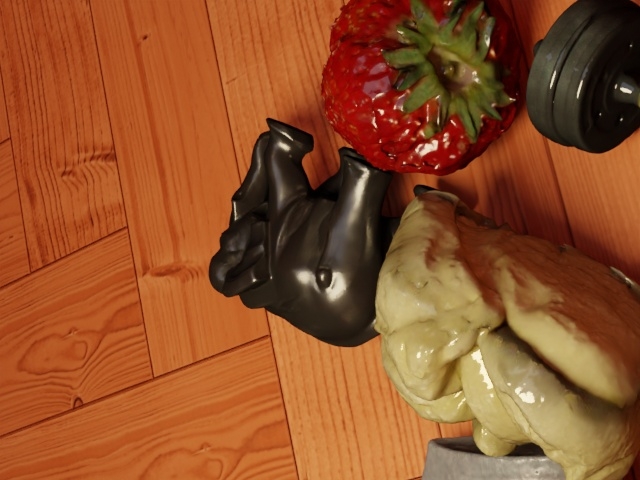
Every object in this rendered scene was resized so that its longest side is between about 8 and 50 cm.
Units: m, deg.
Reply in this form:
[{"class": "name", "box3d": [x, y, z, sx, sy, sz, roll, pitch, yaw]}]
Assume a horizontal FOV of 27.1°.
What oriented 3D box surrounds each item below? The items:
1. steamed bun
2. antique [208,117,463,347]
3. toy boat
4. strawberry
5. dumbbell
[{"class": "steamed bun", "box3d": [0.207, 0.121, 1.481, 0.372, 0.325, 0.230, 33, 115, 20]}, {"class": "antique", "box3d": [0.000, 0.000, 1.745, 0.322, 0.185, 0.255, 31, 104, 33]}, {"class": "toy boat", "box3d": [0.261, 0.350, 1.559, 0.276, 0.111, 0.293, -23, 85, 36]}, {"class": "strawberry", "box3d": [0.113, -0.207, 1.652, 0.277, 0.257, 0.257, 26, 104, 65]}, {"class": "dumbbell", "box3d": [0.386, -0.142, 1.437, 0.388, 0.185, 0.185, 34, 107, 36]}]
